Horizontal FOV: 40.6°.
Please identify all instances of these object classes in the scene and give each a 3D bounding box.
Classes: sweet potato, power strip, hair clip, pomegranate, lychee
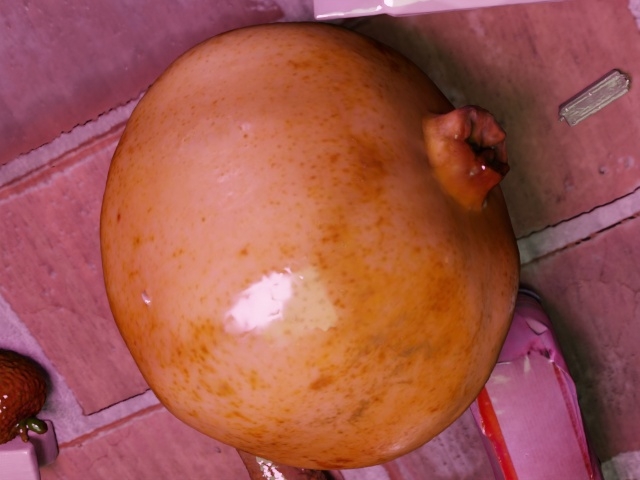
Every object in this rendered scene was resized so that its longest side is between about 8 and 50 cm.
[{"bbox_3d":[-0.021,0.364,1.125,0.114,0.092,0.342,-10,111,27],"label":"sweet potato"},{"bbox_3d":[0.289,-0.151,0.924,0.083,0.017,0.027,-33,105,16],"label":"power strip"},{"bbox_3d":[-0.520,0.285,1.138,0.330,0.101,0.085,-5,107,6],"label":"hair clip"},{"bbox_3d":[0.000,0.000,0.800,0.416,0.417,0.417,2,112,5],"label":"pomegranate"},{"bbox_3d":[-0.401,0.197,1.081,0.146,0.114,0.114,41,112,16],"label":"lychee"}]

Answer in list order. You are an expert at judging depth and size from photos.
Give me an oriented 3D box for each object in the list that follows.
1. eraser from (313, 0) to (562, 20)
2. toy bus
[{"bbox_3d":[0.193,-0.283,0.782,0.396,0.213,0.082,-4,123,6],"label":"eraser"},{"bbox_3d":[0.247,0.210,1.013,0.127,0.147,0.303,-20,110,7],"label":"toy bus"}]
